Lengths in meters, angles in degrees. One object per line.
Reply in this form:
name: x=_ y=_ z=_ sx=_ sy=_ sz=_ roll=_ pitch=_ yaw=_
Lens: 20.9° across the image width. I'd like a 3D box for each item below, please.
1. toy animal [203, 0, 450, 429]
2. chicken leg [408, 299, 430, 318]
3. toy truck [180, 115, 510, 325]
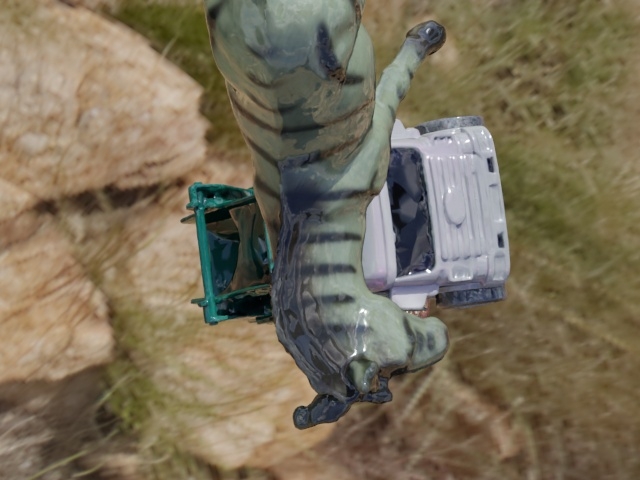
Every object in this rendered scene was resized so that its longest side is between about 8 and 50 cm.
toy animal: x=-0.001 y=-0.050 z=0.659 sx=0.073 sy=0.217 sz=0.176 roll=-1 pitch=50 yaw=18
chicken leg: x=0.050 y=0.027 z=1.072 sx=0.036 sy=0.021 sz=0.083 roll=1 pitch=49 yaw=-1
toy truck: x=0.000 y=0.000 z=0.918 sx=0.116 sy=0.216 sz=0.110 roll=-5 pitch=86 yaw=-31
